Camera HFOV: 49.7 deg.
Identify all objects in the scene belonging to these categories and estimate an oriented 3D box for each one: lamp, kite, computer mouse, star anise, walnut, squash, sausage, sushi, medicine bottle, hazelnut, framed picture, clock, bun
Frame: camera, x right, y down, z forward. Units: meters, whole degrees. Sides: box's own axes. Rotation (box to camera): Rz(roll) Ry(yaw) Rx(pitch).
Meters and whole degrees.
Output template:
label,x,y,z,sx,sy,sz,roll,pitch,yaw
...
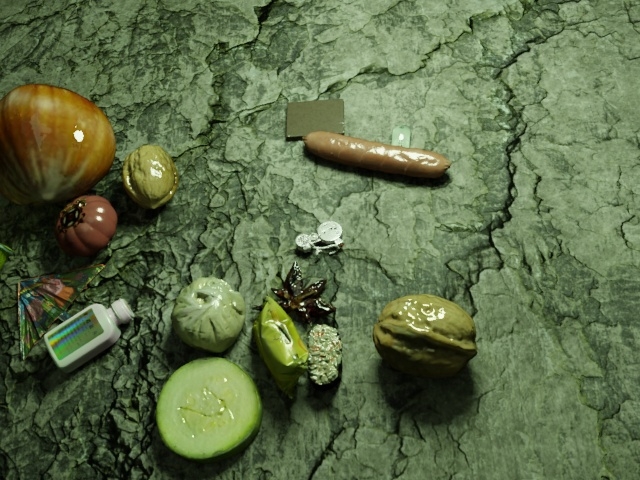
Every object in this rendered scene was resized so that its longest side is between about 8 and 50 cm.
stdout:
label,x,y,z,sx,sy,sz,roll,pitch,yaw
lamp,-0.634,-0.036,1.886,0.182,0.140,0.182,-14,55,21
kite,-0.730,0.160,1.858,0.234,0.016,0.321,29,68,22
computer mouse,0.228,-0.288,1.956,0.056,0.032,0.110,3,62,10
star anise,-0.054,0.136,1.754,0.213,0.053,0.157,12,65,16
walnut,-0.473,-0.170,1.919,0.155,0.155,0.184,-15,69,-1
squash,-0.264,0.398,1.644,0.252,0.049,0.252,-3,61,6
sausage,0.145,-0.237,1.912,0.433,0.088,0.087,13,64,16
sushi,0.010,0.279,1.654,0.091,0.078,0.150,-2,61,7
medicine bottle,-0.585,0.232,1.760,0.219,0.078,0.115,-33,61,-10
hazelnut,-0.758,-0.260,1.921,0.372,0.315,0.372,-12,59,21
walnut,0.243,0.220,1.594,0.245,0.198,0.198,16,65,19
framed picture,-0.014,-0.356,2.031,0.169,0.023,0.127,-3,62,6
clock,0.000,0.000,1.827,0.129,0.041,0.087,-20,58,-8
bun,-0.278,0.174,1.723,0.178,0.128,0.193,20,64,19

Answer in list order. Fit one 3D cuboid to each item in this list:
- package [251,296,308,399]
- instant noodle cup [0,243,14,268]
label,x,y,z,sx,sy,sz,roll,pitch,yaw
package,-0.097,0.254,1.643,0.090,0.168,0.226,-15,60,-27
instant noodle cup,-0.995,0.072,1.796,0.311,0.311,0.221,15,74,15
